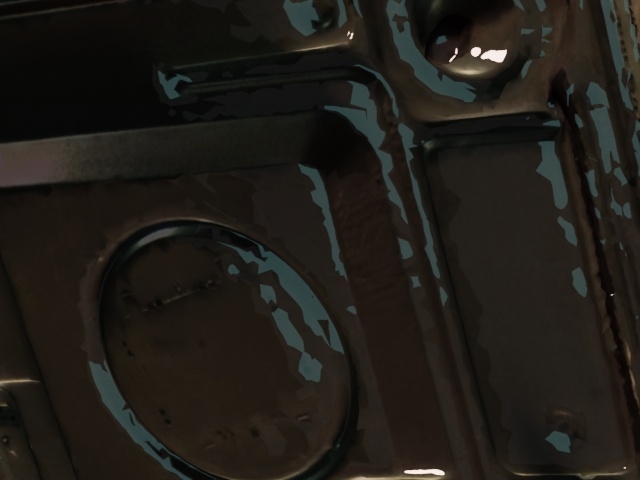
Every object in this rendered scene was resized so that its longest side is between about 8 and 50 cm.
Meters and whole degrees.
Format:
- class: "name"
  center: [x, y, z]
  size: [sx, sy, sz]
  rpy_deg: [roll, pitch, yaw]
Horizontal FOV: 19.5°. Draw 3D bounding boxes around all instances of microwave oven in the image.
- class: "microwave oven"
  center: [0.000, 0.000, 0.762]
  size: [0.394, 0.247, 0.333]
  rpy_deg: [-4, 113, 31]
